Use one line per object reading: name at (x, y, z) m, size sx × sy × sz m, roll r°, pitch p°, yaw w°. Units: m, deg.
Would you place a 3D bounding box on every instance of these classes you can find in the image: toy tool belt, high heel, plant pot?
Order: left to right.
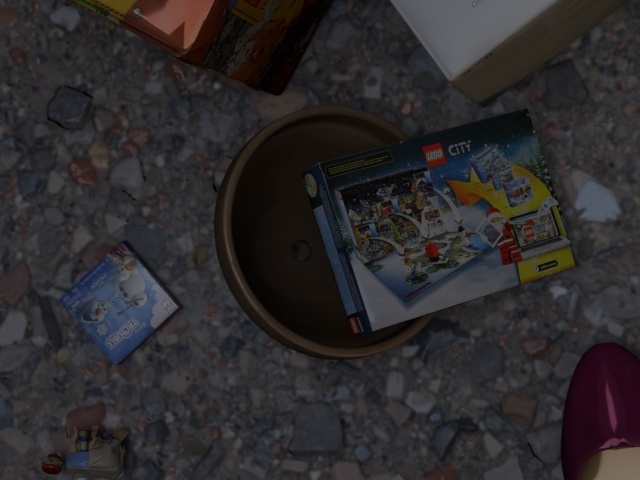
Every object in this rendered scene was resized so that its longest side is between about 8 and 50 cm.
toy tool belt at (-0.235, 0.210, 1.738) m, size 0.083 × 0.052 × 0.051 m, roll 1°, pitch 59°, yaw 8°
plant pot at (0.000, 0.000, 1.630) m, size 0.237 × 0.110 × 0.237 m, roll 6°, pitch 76°, yaw -24°
high heel at (0.289, 0.281, 1.558) m, size 0.127 × 0.181 × 0.377 m, roll -13°, pitch 87°, yaw 11°

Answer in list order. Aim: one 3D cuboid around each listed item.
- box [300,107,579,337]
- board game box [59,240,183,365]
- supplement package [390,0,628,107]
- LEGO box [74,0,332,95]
box at (0.113, -0.019, 1.599) m, size 0.233 × 0.044 × 0.159 m, roll -16°, pitch 85°, yaw -26°
board game box at (-0.201, 0.063, 1.740) m, size 0.090 × 0.020 × 0.090 m, roll -43°, pitch 83°, yaw 8°
supplement package at (0.153, -0.264, 1.546) m, size 0.199 × 0.263 × 0.198 m, roll -37°, pitch 83°, yaw 9°
LEGO box at (-0.242, -0.339, 1.572) m, size 0.500 × 0.372 × 0.193 m, roll 29°, pitch 95°, yaw 10°
